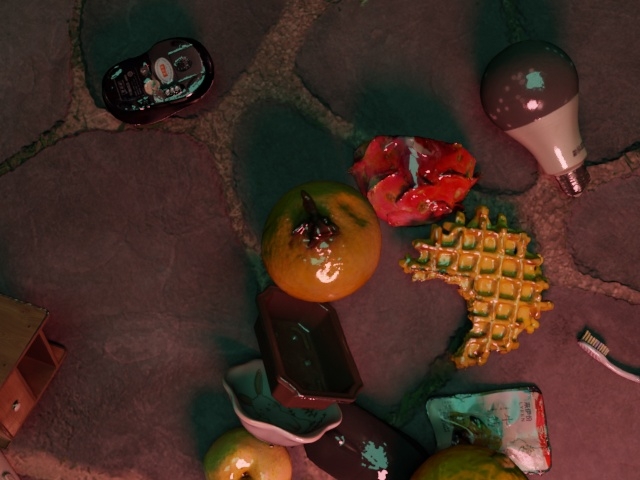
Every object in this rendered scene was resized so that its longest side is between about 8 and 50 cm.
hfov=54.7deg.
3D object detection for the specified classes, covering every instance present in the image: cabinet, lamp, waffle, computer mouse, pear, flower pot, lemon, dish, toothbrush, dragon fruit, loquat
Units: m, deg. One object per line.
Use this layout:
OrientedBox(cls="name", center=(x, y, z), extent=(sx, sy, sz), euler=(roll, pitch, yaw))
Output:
OrientedBox(cls="cabinet", center=(-0.580, 0.233, 1.104), extent=(0.148, 0.175, 0.215), euler=(19, 55, 4))
OrientedBox(cls="lamp", center=(0.450, -0.249, 1.214), extent=(0.314, 0.182, 0.182), euler=(43, 85, -14))
OrientedBox(cls="waffle", center=(0.314, 0.082, 1.184), extent=(0.260, 0.069, 0.293), euler=(-32, 94, -5))
OrientedBox(cls="computer mouse", center=(-0.324, -0.319, 1.257), extent=(0.233, 0.096, 0.137), euler=(-18, 77, 3))
OrientedBox(cls="pear", center=(-0.134, 0.422, 1.114), extent=(0.178, 0.178, 0.178), euler=(0, 82, 1))
OrientedBox(cls="flower pot", center=(-0.039, 0.205, 1.127), extent=(0.179, 0.084, 0.251), euler=(14, 37, -32))
OrientedBox(cls="lemon", center=(0.247, 0.480, 1.033), extent=(0.267, 0.267, 0.267), euler=(0, 82, 1))
OrientedBox(cls="dish", center=(-0.078, 0.311, 1.123), extent=(0.229, 0.229, 0.081), euler=(23, 108, 4))
OrientedBox(cls="computer mouse", center=(0.091, 0.399, 1.155), extent=(0.269, 0.086, 0.137), euler=(29, 83, 6))
OrientedBox(cls="toothbrush", center=(0.657, 0.297, 1.188), extent=(0.375, 0.028, 0.037), euler=(36, 77, 6))
OrientedBox(cls="dragon fruit", center=(0.187, -0.109, 1.202), extent=(0.274, 0.126, 0.161), euler=(7, 82, 3))
OrientedBox(cls="loquat", center=(0.000, 0.000, 1.135), extent=(0.244, 0.244, 0.244), euler=(0, 82, 1))

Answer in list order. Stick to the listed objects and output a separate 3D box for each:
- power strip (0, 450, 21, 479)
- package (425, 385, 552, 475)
OrientedBox(cls="power strip", center=(-0.671, 0.384, 1.166), extent=(0.062, 0.091, 0.385), euler=(-39, 84, -7))
OrientedBox(cls="package", center=(0.321, 0.367, 1.178), extent=(0.232, 0.040, 0.166), euler=(-3, 80, 0))
